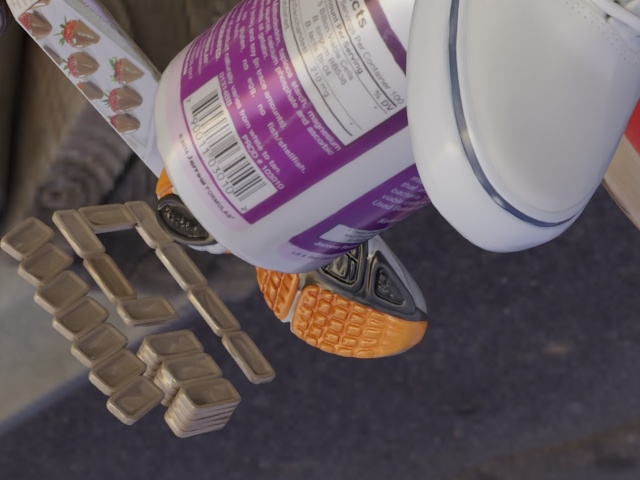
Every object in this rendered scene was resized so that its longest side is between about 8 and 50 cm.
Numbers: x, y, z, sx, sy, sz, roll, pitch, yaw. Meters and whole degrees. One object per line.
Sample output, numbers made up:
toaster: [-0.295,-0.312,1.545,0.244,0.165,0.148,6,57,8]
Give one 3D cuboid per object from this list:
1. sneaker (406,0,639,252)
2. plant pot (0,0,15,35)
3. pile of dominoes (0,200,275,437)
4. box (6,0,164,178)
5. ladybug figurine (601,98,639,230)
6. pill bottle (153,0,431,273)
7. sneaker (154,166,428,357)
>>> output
sneaker: [0.108,-0.114,0.602,0.094,0.258,0.091,35,150,-23]
plant pot: [-0.331,-0.309,1.614,0.215,0.230,0.215,5,150,3]
pile of dominoes: [-0.173,0.070,1.509,0.196,0.251,0.040,-7,140,-47]
box: [-0.161,-0.121,1.522,0.063,0.067,0.324,-38,125,3]
ladybug figurine: [0.338,-0.159,1.559,0.162,0.305,0.449,-19,124,34]
pill bottle: [0.052,-0.113,0.993,0.169,0.169,0.301,22,140,-38]
sneaker: [0.000,0.000,1.229,0.121,0.262,0.099,4,115,-47]
